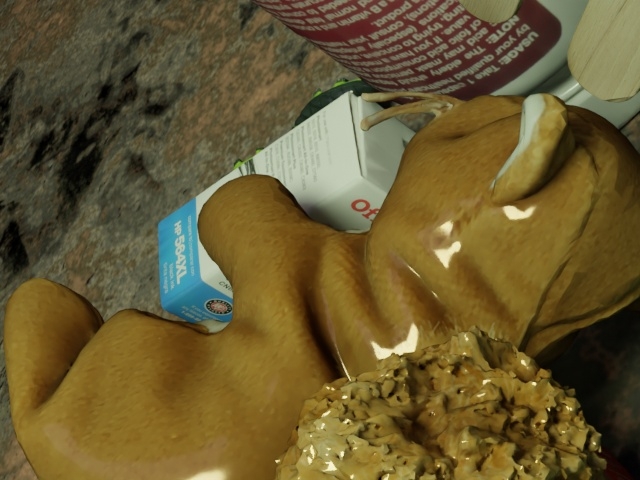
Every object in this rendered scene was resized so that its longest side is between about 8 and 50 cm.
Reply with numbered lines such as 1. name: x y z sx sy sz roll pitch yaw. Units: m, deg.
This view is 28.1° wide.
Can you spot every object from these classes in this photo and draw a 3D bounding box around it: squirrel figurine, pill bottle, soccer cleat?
1. squirrel figurine: 0.048 0.096 0.715 0.370 0.281 0.397 -35 33 13
2. pill bottle: 0.059 -0.218 0.832 0.224 0.392 0.224 -25 51 35
3. soccer cleat: -0.009 -0.070 1.085 0.179 0.060 0.072 -37 54 35

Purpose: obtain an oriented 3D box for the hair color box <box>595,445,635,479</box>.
1. hair color box: 0.169 0.199 0.736 0.093 0.053 0.167 -50 42 11

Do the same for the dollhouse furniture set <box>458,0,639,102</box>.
1. dollhouse furniture set: 0.215 -0.131 0.691 0.242 0.161 0.212 38 57 15

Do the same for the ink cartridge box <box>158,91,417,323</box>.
1. ink cartridge box: 0.000 0.000 0.956 0.203 0.148 0.085 -32 46 31
